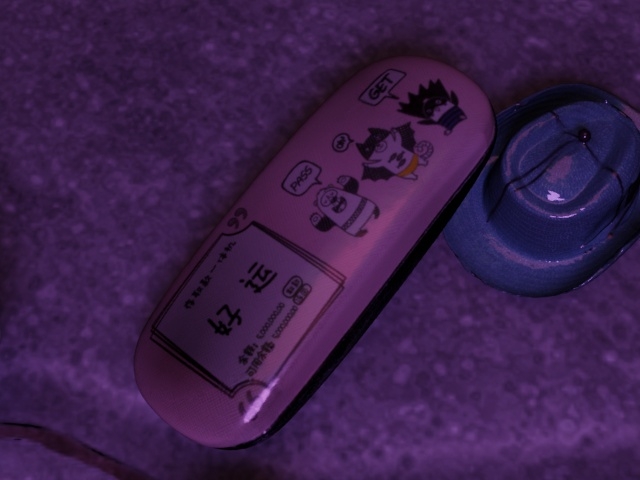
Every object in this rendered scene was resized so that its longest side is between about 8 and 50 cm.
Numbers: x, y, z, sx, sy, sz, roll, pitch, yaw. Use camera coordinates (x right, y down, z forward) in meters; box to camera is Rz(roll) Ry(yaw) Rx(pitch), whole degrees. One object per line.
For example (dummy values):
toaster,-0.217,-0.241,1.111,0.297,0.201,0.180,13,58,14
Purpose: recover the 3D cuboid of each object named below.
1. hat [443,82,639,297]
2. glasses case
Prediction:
hat,0.174,-0.049,0.687,0.191,0.078,0.138,-37,67,-13
glasses case,0.000,0.000,0.661,0.122,0.075,0.314,31,75,32
